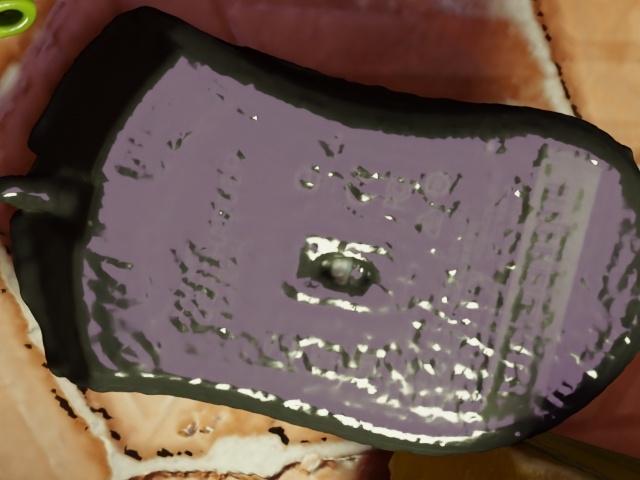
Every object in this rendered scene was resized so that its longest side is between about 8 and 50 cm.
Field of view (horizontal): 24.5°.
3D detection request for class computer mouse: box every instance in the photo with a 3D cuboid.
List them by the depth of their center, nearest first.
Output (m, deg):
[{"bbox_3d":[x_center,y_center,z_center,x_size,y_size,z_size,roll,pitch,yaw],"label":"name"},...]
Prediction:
[{"bbox_3d":[0.000,0.000,0.582,0.264,0.088,0.147,13,97,-18],"label":"computer mouse"}]

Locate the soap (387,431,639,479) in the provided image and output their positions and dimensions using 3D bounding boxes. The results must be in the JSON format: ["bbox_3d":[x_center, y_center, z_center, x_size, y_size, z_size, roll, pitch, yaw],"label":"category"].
[{"bbox_3d":[0.190,0.162,0.664,0.315,0.199,0.091,18,93,-28],"label":"soap"}]

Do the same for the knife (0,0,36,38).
[{"bbox_3d":[-0.188,-0.068,0.511,0.184,0.026,0.022,-13,150,-24],"label":"knife"}]
